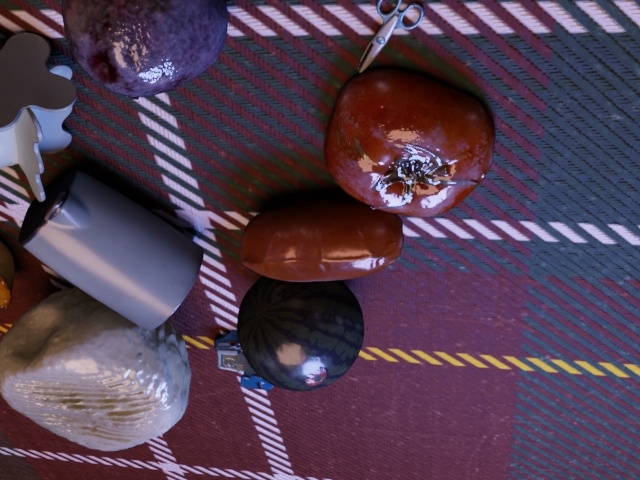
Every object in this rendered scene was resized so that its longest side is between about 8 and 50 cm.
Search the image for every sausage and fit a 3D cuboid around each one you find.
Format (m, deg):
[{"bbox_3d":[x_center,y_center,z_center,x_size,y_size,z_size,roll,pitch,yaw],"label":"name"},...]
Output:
[{"bbox_3d":[-0.001,0.000,1.237,0.258,0.133,0.133,-2,139,20],"label":"sausage"}]

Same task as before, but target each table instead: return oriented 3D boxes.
[{"bbox_3d":[-0.420,-0.160,1.141,0.166,0.166,0.198,18,148,-7],"label":"table"}]

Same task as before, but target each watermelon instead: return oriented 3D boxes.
[{"bbox_3d":[-0.031,0.144,1.355,0.212,0.212,0.212,7,140,6],"label":"watermelon"}]

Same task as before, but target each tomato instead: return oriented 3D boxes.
[{"bbox_3d":[0.112,-0.114,1.101,0.236,0.095,0.237,7,140,6],"label":"tomato"}]

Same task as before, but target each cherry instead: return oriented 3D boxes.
[{"bbox_3d":[-0.203,-0.257,0.940,0.195,0.195,0.195,7,140,6],"label":"cherry"}]

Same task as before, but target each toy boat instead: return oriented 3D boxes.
[{"bbox_3d":[-0.106,0.242,1.574,0.215,0.102,0.088,9,143,2],"label":"toy boat"}]

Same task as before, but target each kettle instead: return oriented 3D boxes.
[{"bbox_3d":[-0.346,0.011,1.328,0.255,0.165,0.240,35,164,-25],"label":"kettle"}]

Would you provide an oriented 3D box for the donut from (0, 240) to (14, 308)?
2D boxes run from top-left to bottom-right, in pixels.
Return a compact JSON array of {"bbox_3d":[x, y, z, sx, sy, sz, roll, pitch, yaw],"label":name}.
[{"bbox_3d":[-0.626,0.028,1.460,0.217,0.085,0.141,30,137,-22],"label":"donut"}]

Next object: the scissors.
[{"bbox_3d":[0.077,-0.249,1.011,0.058,0.014,0.119,24,135,-13],"label":"scissors"}]

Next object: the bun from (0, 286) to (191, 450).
[{"bbox_3d":[-0.402,0.224,1.526,0.349,0.227,0.352,4,137,10],"label":"bun"}]
